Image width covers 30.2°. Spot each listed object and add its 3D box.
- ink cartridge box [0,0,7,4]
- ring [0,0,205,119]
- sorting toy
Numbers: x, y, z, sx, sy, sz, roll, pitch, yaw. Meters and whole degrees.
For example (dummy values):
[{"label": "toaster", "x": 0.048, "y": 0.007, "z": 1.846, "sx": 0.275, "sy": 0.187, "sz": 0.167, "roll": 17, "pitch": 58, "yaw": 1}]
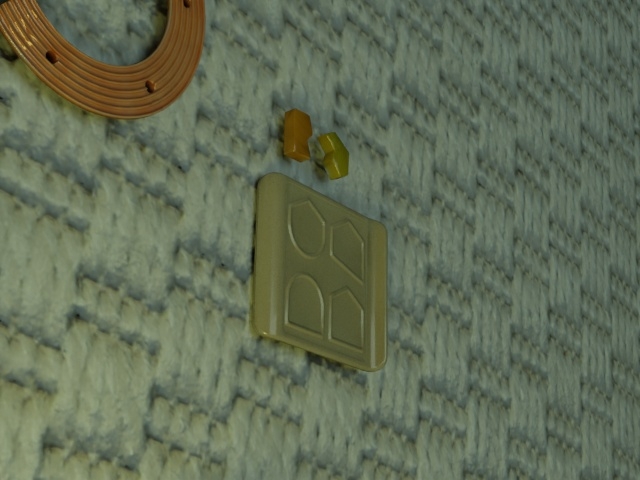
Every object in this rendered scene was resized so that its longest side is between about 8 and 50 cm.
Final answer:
[{"label": "ink cartridge box", "x": -0.296, "y": -0.322, "z": 1.079, "sx": 0.208, "sy": 0.045, "sz": 0.206, "roll": -46, "pitch": 148, "yaw": -49}, {"label": "ring", "x": -0.247, "y": -0.291, "z": 1.279, "sx": 0.337, "sy": 0.032, "sz": 0.336, "roll": 22, "pitch": 61, "yaw": -48}, {"label": "sorting toy", "x": 0.000, "y": 0.000, "z": 1.518, "sx": 0.229, "sy": 0.041, "sz": 0.307, "roll": 22, "pitch": 61, "yaw": -44}]
